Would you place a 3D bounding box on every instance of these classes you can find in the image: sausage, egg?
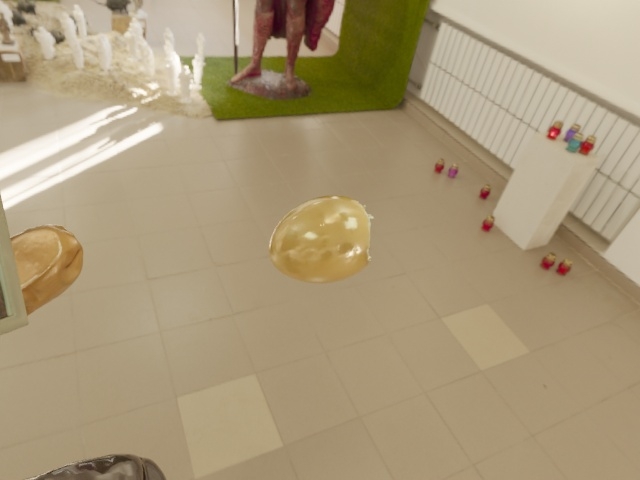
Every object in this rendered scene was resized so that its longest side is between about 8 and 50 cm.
[{"bbox_3d":[-0.493,0.068,0.710,0.120,0.136,0.241,44,53,1],"label":"sausage"},{"bbox_3d":[0.000,0.000,0.407,0.097,0.080,0.080,-7,41,-1],"label":"egg"}]

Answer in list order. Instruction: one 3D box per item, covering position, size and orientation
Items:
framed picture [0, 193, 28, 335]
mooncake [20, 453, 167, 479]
[{"bbox_3d":[-0.276,-0.039,0.278,0.016,0.249,0.184,-8,4,6],"label":"framed picture"},{"bbox_3d":[-0.275,0.341,0.434,0.283,0.283,0.141,-16,55,-30],"label":"mooncake"}]
